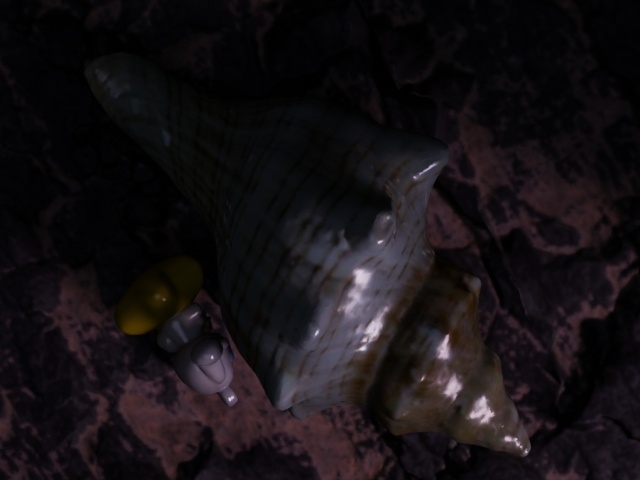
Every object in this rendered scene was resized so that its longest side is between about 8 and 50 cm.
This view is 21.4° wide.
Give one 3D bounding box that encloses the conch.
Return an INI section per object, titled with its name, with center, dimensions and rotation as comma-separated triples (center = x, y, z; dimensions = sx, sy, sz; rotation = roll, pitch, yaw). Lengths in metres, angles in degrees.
[conch]
center = 0.003, 0.001, 1.135
dimensions = 0.203, 0.169, 0.386
rotation = -44, 99, -7

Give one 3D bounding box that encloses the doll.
[doll]
center = -0.095, 0.070, 1.197
dimensions = 0.071, 0.135, 0.113
rotation = -31, 109, -12
